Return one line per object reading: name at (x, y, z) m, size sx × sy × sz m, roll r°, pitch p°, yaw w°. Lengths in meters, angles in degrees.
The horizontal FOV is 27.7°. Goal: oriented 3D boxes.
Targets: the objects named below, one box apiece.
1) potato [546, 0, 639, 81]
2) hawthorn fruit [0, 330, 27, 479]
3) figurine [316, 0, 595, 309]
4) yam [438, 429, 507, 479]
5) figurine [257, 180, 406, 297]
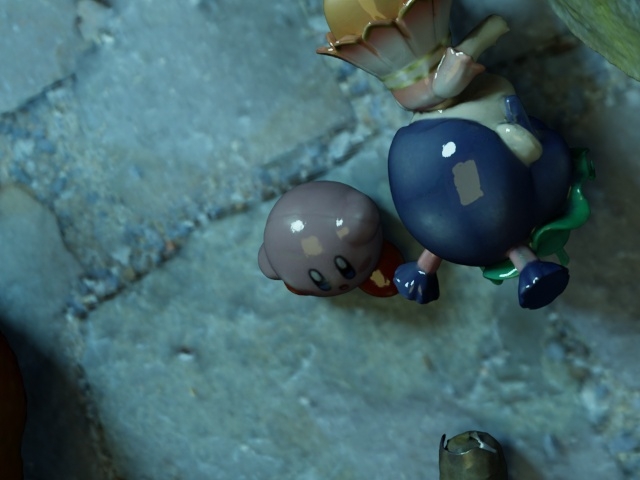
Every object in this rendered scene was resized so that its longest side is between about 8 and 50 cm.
potato at (0.126, -0.186, 0.612) m, size 0.120 × 0.100 × 0.261 m, roll -35°, pitch 78°, yaw -7°
hawthorn fruit at (-0.333, 0.145, 0.797) m, size 0.287 × 0.330 × 0.287 m, roll 3°, pitch 104°, yaw 12°
figurine at (0.065, -0.060, 0.669) m, size 0.195 × 0.102 × 0.111 m, roll 58°, pitch 154°, yaw -11°
yam at (0.102, 0.234, 0.803) m, size 0.046 × 0.046 × 0.264 m, roll 3°, pitch 112°, yaw 23°
figurine at (0.000, 0.000, 0.739) m, size 0.083 × 0.071 × 0.067 m, roll -16°, pitch 62°, yaw 20°
